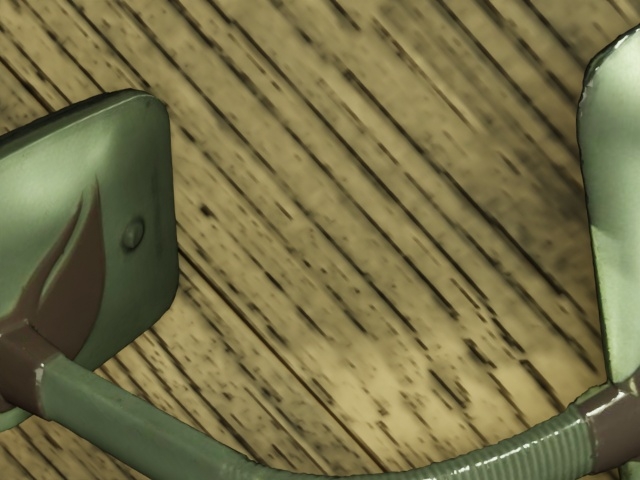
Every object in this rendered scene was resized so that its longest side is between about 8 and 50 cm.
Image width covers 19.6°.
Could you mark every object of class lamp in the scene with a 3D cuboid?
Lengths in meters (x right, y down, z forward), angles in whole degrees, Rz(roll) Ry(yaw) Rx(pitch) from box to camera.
[{"bbox_3d":[-0.001,0.004,0.607,0.283,0.124,0.203,14,128,23],"label":"lamp"}]
